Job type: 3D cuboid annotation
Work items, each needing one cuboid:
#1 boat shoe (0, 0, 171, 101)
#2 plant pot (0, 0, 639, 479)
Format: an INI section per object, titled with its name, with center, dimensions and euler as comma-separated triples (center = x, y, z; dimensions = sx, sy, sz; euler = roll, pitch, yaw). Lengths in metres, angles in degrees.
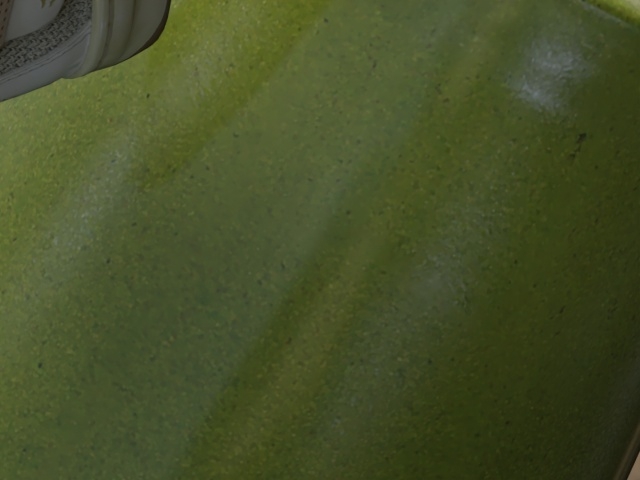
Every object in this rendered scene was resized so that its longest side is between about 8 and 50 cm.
[boat shoe]
center = -0.104, -0.154, 0.522
dimensions = 0.109, 0.098, 0.302
euler = 39, 146, 31
[plant pot]
center = 0.000, 0.000, 0.792
dimensions = 0.353, 0.367, 0.366
euler = -58, 23, 23
